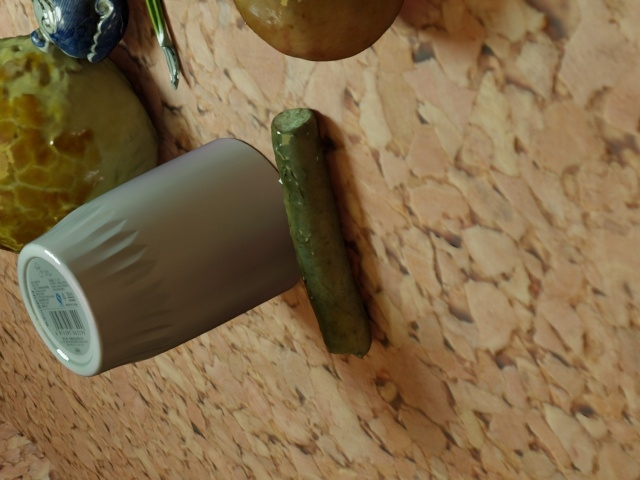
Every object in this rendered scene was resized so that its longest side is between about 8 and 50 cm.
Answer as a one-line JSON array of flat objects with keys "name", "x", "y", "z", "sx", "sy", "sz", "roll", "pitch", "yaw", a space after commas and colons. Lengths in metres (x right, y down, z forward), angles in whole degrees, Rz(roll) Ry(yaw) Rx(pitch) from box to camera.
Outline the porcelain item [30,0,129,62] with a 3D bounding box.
[{"name": "porcelain item", "x": -0.389, "y": -0.414, "z": 1.768, "sx": 0.288, "sy": 0.138, "sz": 0.186, "roll": 53, "pitch": 134, "yaw": 19}]

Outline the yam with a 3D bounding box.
[{"name": "yam", "x": 0.000, "y": 0.000, "z": 1.589, "sx": 0.083, "sy": 0.083, "sz": 0.371, "roll": 18, "pitch": 131, "yaw": 50}]

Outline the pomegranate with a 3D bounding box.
[{"name": "pomegranate", "x": -0.003, "y": -0.279, "z": 1.216, "sx": 0.191, "sy": 0.191, "sz": 0.191, "roll": 38, "pitch": 145, "yaw": 33}]

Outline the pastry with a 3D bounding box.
[{"name": "pastry", "x": -0.461, "y": -0.142, "z": 1.892, "sx": 0.389, "sy": 0.313, "sz": 0.388, "roll": 24, "pitch": 133, "yaw": 28}]

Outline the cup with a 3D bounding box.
[{"name": "cup", "x": -0.221, "y": 0.024, "z": 1.669, "sx": 0.253, "sy": 0.372, "sz": 0.253, "roll": 29, "pitch": 133, "yaw": 37}]

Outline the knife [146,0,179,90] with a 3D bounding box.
[{"name": "knife", "x": -0.233, "y": -0.309, "z": 1.714, "sx": 0.022, "sy": 0.026, "sz": 0.184, "roll": -6, "pitch": 116, "yaw": 15}]
